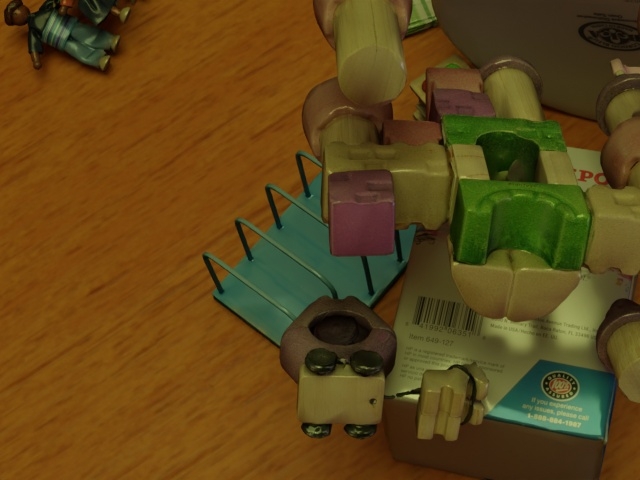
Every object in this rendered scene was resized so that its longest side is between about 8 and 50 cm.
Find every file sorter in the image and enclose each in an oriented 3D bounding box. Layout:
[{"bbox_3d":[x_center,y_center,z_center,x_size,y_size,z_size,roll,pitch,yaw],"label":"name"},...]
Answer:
[{"bbox_3d":[0.000,0.000,1.281,0.118,0.104,0.170,36,74,20],"label":"file sorter"}]

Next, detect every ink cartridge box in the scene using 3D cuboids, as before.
[{"bbox_3d":[0.157,0.058,1.197,0.171,0.168,0.232,11,67,12],"label":"ink cartridge box"}]

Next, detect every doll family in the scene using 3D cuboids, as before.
[{"bbox_3d":[-0.224,-0.249,1.442,0.111,0.076,0.193,25,64,-3],"label":"doll family"}]

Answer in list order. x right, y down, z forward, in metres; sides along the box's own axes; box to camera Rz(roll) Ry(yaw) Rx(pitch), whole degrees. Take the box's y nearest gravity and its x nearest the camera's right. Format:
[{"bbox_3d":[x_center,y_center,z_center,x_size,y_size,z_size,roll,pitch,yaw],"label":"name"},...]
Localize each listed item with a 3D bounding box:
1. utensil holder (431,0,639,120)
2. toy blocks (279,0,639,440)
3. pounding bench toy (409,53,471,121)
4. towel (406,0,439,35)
[{"bbox_3d":[0.289,-0.331,1.287,0.328,0.327,0.385,14,70,13],"label":"utensil holder"},{"bbox_3d":[0.121,-0.057,1.071,0.289,0.308,0.260,2,32,-4],"label":"toy blocks"},{"bbox_3d":[0.128,-0.131,1.348,0.083,0.065,0.052,-34,65,-9],"label":"pounding bench toy"},{"bbox_3d":[0.085,-0.248,1.432,0.152,0.023,0.113,-18,65,-1],"label":"towel"}]
